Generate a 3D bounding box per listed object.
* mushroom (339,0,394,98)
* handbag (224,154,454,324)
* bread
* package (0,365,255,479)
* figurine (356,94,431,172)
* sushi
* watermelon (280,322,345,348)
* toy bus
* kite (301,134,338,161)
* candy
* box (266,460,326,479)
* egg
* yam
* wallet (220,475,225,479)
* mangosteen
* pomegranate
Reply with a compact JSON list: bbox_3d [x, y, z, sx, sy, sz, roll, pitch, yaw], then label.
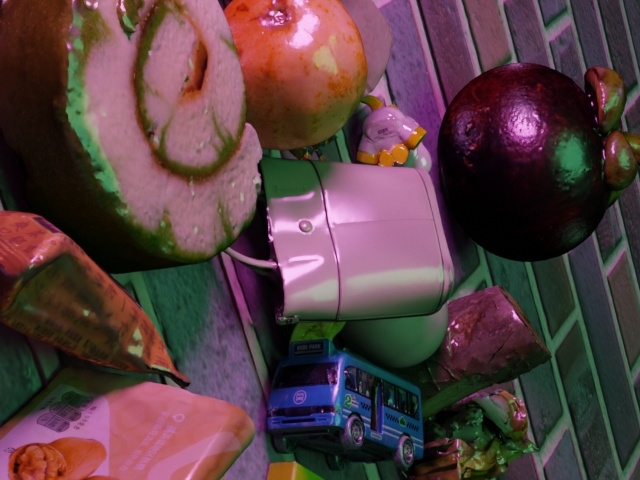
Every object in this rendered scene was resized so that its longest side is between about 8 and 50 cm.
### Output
[{"bbox_3d":[-0.030,-0.317,1.922,0.407,0.137,0.154,42,60,-46],"label":"mushroom"},{"bbox_3d":[0.000,0.000,1.859,0.315,0.109,0.241,0,59,-20],"label":"handbag"},{"bbox_3d":[-0.189,-0.147,1.604,0.382,0.129,0.366,45,45,-47],"label":"bread"},{"bbox_3d":[-0.223,0.280,1.407,0.311,0.221,0.165,-51,147,-52],"label":"package"},{"bbox_3d":[0.115,-0.150,2.188,0.178,0.109,0.129,25,40,-60],"label":"figurine"},{"bbox_3d":[0.231,0.291,2.231,0.291,0.139,0.131,-11,85,-59],"label":"sushi"},{"bbox_3d":[-0.010,0.094,1.910,0.062,0.105,0.105,48,14,31],"label":"watermelon"},{"bbox_3d":[0.035,0.219,1.920,0.246,0.113,0.134,31,57,-54],"label":"toy bus"},{"bbox_3d":[-0.008,-0.137,2.045,0.122,0.004,0.090,-51,127,-52],"label":"kite"},{"bbox_3d":[-0.241,0.064,1.473,0.101,0.143,0.271,-52,136,-4],"label":"candy"},{"bbox_3d":[-0.021,0.460,1.832,0.187,0.047,0.335,41,48,-49],"label":"box"},{"bbox_3d":[0.085,0.082,2.005,0.209,0.151,0.151,49,42,-33],"label":"egg"},{"bbox_3d":[0.192,0.160,2.121,0.154,0.254,0.154,50,21,-27],"label":"yam"},{"bbox_3d":[-0.159,0.234,1.654,0.155,0.039,0.110,34,51,-53],"label":"wallet"},{"bbox_3d":[0.338,-0.127,2.342,0.330,0.330,0.330,22,64,-57],"label":"mangosteen"},{"bbox_3d":[-0.044,-0.210,1.794,0.207,0.207,0.207,22,64,-57],"label":"pomegranate"}]
